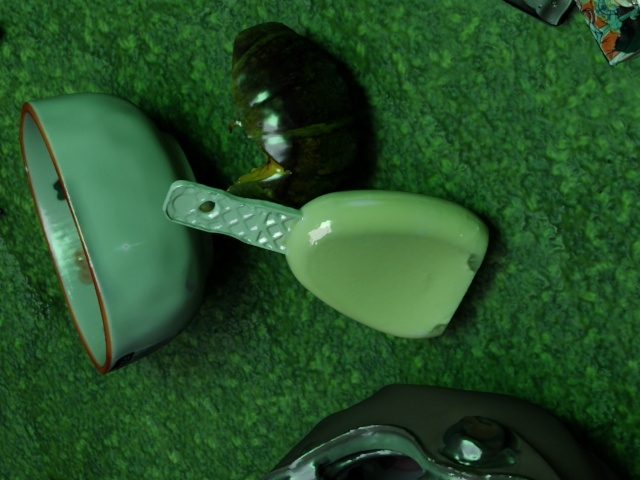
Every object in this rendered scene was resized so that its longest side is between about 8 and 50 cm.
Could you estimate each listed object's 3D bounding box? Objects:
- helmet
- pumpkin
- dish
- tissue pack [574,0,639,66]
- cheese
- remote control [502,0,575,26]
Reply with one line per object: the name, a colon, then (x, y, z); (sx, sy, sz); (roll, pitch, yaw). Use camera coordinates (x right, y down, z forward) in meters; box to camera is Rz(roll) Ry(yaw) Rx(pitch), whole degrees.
helmet: (0.119, 0.230, 1.272); (0.338, 0.197, 0.271); (2, 116, 28)
pumpkin: (-0.025, -0.072, 1.318); (0.107, 0.119, 0.184); (26, 120, 26)
dish: (-0.168, -0.015, 1.410); (0.256, 0.117, 0.256); (161, 90, -75)
tissue pack: (0.203, -0.216, 1.119); (0.103, 0.090, 0.170); (-32, 86, 31)
cheese: (0.000, 0.000, 1.276); (0.251, 0.054, 0.127); (15, 124, -15)
remote control: (0.103, -0.228, 1.228); (0.212, 0.028, 0.059); (32, 121, 23)
